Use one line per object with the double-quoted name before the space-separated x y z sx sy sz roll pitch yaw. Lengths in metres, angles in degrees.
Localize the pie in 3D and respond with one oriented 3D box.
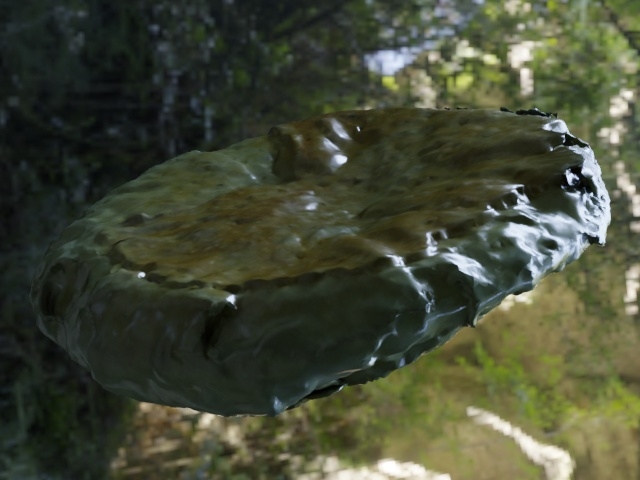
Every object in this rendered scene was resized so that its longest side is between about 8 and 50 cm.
"pie" 0.000 0.000 0.721 0.306 0.306 0.071 20 -53 53
